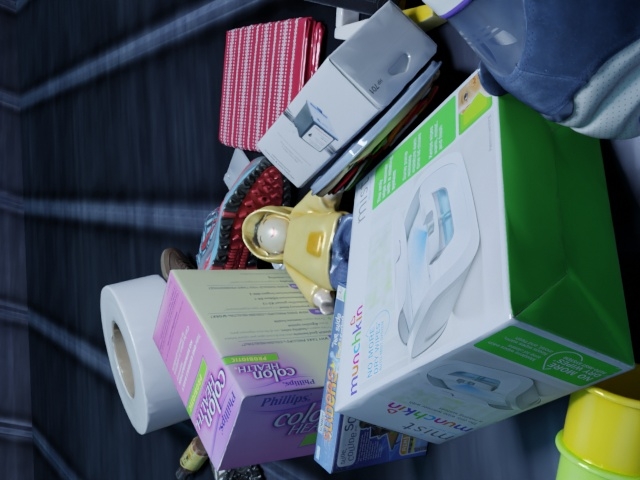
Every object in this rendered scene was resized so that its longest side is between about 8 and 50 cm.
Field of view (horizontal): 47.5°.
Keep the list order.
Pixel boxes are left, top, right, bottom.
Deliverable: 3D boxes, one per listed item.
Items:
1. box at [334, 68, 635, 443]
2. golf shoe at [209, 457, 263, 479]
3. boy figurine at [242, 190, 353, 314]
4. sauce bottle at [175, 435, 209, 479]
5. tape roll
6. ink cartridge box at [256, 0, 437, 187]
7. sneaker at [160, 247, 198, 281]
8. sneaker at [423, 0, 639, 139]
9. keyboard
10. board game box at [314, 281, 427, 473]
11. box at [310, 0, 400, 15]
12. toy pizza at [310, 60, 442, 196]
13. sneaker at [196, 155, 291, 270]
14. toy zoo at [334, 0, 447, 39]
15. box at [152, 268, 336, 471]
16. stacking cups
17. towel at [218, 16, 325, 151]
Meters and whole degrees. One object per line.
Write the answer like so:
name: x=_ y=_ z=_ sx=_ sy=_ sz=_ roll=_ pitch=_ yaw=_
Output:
box: x=0.132 y=0.017 z=0.648 sx=0.231 sy=0.127 sz=0.262 roll=-41 pitch=34 yaw=48
golf shoe: x=-0.136 y=0.375 z=1.168 sx=0.094 sy=0.077 sz=0.198 roll=129 pitch=137 yaw=-62
boy figurine: x=0.000 y=0.000 z=0.945 sx=0.285 sy=0.092 sz=0.177 roll=21 pitch=107 yaw=50
sauce bottle: x=-0.233 y=0.399 z=1.325 sx=0.128 sy=0.042 sz=0.042 roll=-56 pitch=46 yaw=37
tape roll: x=-0.323 y=0.209 z=1.358 sx=0.286 sy=0.100 sz=0.286 roll=38 pitch=135 yaw=52
ink cartridge box: x=0.027 y=-0.163 z=0.840 sx=0.082 sy=0.139 sz=0.191 roll=43 pitch=145 yaw=-4
sneaker: x=-0.231 y=0.077 z=1.329 sx=0.071 sy=0.066 sz=0.188 roll=-44 pitch=58 yaw=26
sneaker: x=0.234 y=-0.233 z=0.550 sx=0.323 sy=0.236 sz=0.130 roll=-58 pitch=15 yaw=-11
keyboard: x=-0.098 y=-0.054 z=1.165 sx=0.072 sy=0.014 sz=0.256 roll=-60 pitch=43 yaw=28
board game box: x=0.070 y=0.145 z=0.795 sx=0.035 sy=0.136 sz=0.201 roll=22 pitch=107 yaw=55
box: x=0.035 y=-0.401 z=0.775 sx=0.143 sy=0.165 sz=0.270 roll=54 pitch=131 yaw=41
toy pizza: x=0.066 y=-0.116 z=0.800 sx=0.032 sy=0.201 sz=0.201 roll=44 pitch=139 yaw=-5
sneaker: x=-0.138 y=-0.029 z=1.117 sx=0.262 sy=0.104 sz=0.125 roll=-62 pitch=40 yaw=27
toy zoo: x=0.088 y=-0.354 z=0.874 sx=0.192 sy=0.030 sz=0.293 roll=9 pitch=97 yaw=56
box: x=-0.067 y=0.150 z=0.929 sx=0.243 sy=0.213 sz=0.117 roll=48 pitch=127 yaw=45
stacking cups: x=0.225 y=0.259 z=0.613 sx=0.096 sy=0.096 sz=0.316 roll=28 pitch=115 yaw=53
towel: x=-0.085 y=-0.236 z=1.130 sx=0.275 sy=0.031 sz=0.199 roll=18 pitch=105 yaw=56
